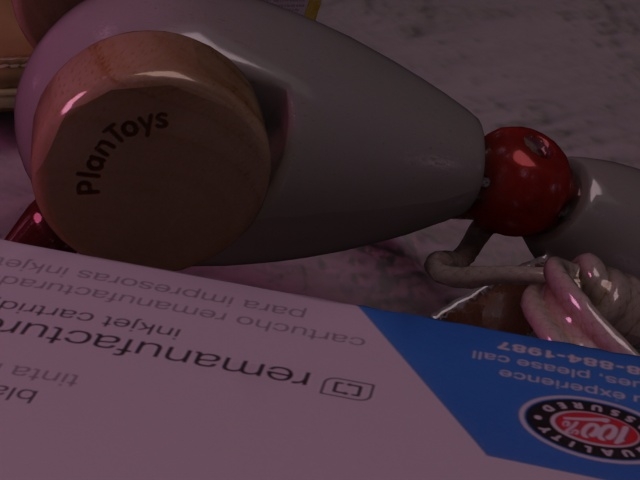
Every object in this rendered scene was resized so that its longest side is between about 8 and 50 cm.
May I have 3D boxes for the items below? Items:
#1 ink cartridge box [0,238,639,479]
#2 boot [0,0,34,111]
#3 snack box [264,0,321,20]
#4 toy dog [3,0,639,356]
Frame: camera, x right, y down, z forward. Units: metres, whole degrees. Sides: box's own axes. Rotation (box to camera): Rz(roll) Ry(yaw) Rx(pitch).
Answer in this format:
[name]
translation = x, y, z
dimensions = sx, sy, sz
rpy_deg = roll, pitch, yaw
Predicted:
[ink cartridge box]
translation = -0.019, 0.130, 0.310
dimensions = 0.223, 0.129, 0.307
rpy_deg = 11, 25, 6
[boot]
translation = -0.159, -0.173, 0.767
dimensions = 0.077, 0.165, 0.213
rpy_deg = 1, 36, -23
[snack box]
translation = -0.052, -0.206, 0.830
dimensions = 0.070, 0.207, 0.174
rpy_deg = -8, 43, -33
[toy dog]
translation = 0.000, 0.000, 0.660
dimensions = 0.333, 0.161, 0.220
rpy_deg = 32, 29, -6
